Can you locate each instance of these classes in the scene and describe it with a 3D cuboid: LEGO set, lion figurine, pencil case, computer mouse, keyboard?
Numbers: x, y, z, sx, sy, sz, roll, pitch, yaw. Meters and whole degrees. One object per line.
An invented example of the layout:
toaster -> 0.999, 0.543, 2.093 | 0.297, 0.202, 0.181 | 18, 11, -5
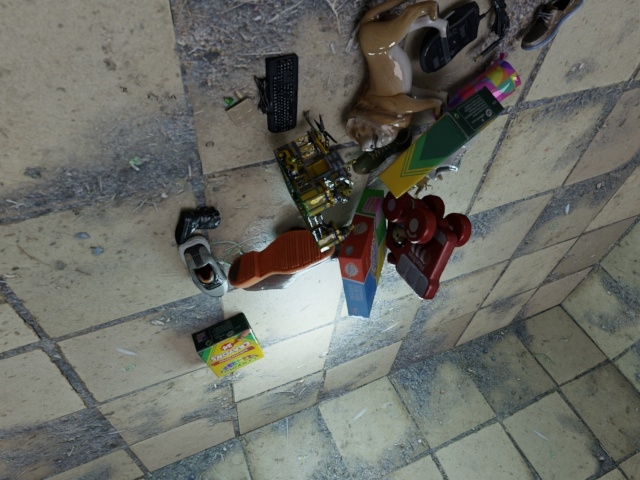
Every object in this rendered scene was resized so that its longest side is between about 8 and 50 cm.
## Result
LEGO set -> 0.027, -0.139, 1.147 | 0.192, 0.254, 0.331 | -27, 149, -4
lion figurine -> 0.154, -0.381, 1.022 | 0.142, 0.241, 0.391 | -58, 148, -42
pencil case -> 0.418, -0.386, 1.240 | 0.236, 0.104, 0.104 | -39, 145, 12
computer mouse -> 0.338, -0.484, 1.097 | 0.262, 0.060, 0.184 | -42, 145, 5
keyboard -> -0.091, -0.312, 1.020 | 0.100, 0.038, 0.192 | -17, 143, -17

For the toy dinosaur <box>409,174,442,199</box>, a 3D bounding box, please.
toy dinosaur -> 0.296, -0.182, 1.465 | 0.212, 0.064, 0.112 | -12, 119, -33

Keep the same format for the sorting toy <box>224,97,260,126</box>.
sorting toy -> -0.176, -0.290, 1.007 | 0.062, 0.012, 0.083 | -27, 150, 5

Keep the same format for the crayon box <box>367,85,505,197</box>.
crayon box -> 0.285, -0.229, 1.165 | 0.203, 0.083, 0.323 | -38, 178, -37

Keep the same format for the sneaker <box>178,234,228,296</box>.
sneaker -> -0.329, 0.101, 1.319 | 0.100, 0.108, 0.271 | -25, 147, -9

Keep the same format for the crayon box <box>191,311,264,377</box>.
crayon box -> -0.334, 0.411, 1.738 | 0.202, 0.081, 0.318 | -24, 146, -9

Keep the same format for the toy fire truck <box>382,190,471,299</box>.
toy fire truck -> 0.281, -0.002, 1.368 | 0.170, 0.302, 0.253 | 6, 117, -28

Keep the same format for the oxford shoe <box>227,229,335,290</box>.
oxford shoe -> -0.099, 0.068, 1.364 | 0.364, 0.129, 0.133 | -17, 147, 29

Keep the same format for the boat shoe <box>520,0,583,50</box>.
boat shoe -> 0.579, -0.566, 1.163 | 0.183, 0.066, 0.066 | -45, 139, 6

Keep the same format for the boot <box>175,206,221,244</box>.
boot -> -0.322, -0.037, 1.204 | 0.099, 0.045, 0.121 | -8, 142, -38

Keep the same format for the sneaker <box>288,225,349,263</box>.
sneaker -> 0.000, 0.000, 1.432 | 0.282, 0.106, 0.162 | -26, 143, -4

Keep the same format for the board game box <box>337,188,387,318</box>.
board game box -> 0.136, 0.034, 1.370 | 0.064, 0.316, 0.242 | 4, 133, 18

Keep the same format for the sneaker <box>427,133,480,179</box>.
sneaker -> 0.409, -0.258, 1.402 | 0.212, 0.094, 0.080 | -35, 144, 8

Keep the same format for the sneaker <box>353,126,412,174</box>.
sneaker -> 0.172, -0.256, 1.257 | 0.192, 0.064, 0.086 | -28, 149, -17
